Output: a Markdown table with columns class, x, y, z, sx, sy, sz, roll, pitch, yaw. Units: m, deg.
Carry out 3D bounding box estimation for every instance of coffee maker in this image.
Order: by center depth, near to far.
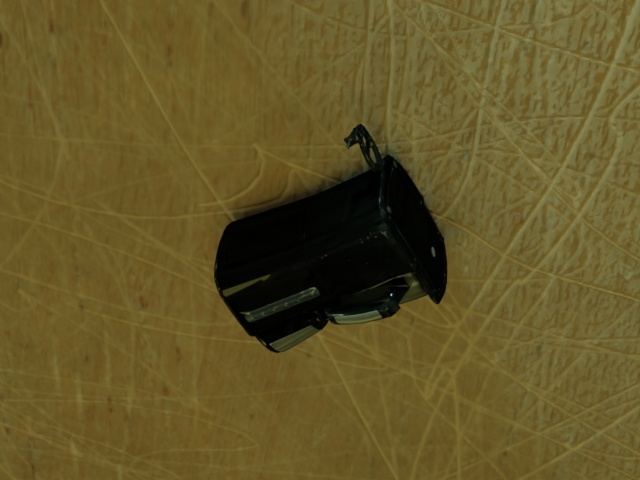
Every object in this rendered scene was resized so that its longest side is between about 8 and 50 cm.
| class | x | y | z | sx | sy | sz | roll | pitch | yaw |
| --- | --- | --- | --- | --- | --- | --- | --- | --- | --- |
| coffee maker | 0.000 | 0.000 | 1.339 | 0.178 | 0.120 | 0.171 | -20 | 100 | 21 |
